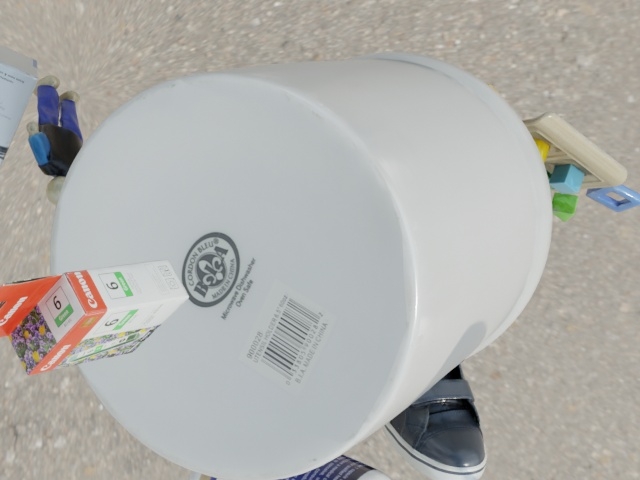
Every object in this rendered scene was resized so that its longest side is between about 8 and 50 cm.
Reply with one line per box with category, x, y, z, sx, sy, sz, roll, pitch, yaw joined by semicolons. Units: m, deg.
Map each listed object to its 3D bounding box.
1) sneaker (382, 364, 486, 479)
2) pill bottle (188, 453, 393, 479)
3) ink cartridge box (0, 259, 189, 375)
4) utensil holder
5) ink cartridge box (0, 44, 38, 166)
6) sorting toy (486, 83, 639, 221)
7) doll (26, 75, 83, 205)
sneaker;0.137;0.191;1.548;0.126;0.321;0.127;-1;121;-23
pill bottle;-0.005;0.305;1.241;0.265;0.153;0.153;18;94;28
ink cartridge box;-0.133;0.043;0.606;0.063;0.115;0.029;-43;70;32
utensil holder;0.000;0.000;0.979;0.328;0.385;0.327;4;100;23
ink cartridge box;-0.376;-0.114;1.207;0.082;0.139;0.190;21;101;-19
sorting toy;0.297;-0.106;1.576;0.348;0.196;0.047;31;68;-29
doll;-0.324;-0.119;1.419;0.046;0.189;0.129;-30;138;21
